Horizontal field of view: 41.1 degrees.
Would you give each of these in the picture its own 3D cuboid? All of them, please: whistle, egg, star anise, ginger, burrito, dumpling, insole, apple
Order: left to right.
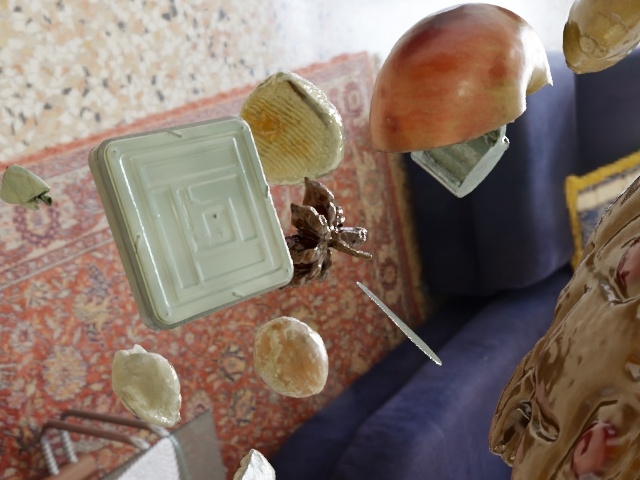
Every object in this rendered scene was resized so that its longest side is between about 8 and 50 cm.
[{"bbox_3d":[-0.540,-0.091,1.580,0.044,0.118,0.074,-21,131,-62],"label":"burrito"},{"bbox_3d":[-0.366,0.301,1.767,0.136,0.118,0.199,-4,50,-44],"label":"dumpling"},{"bbox_3d":[-0.076,0.313,2.267,0.195,0.233,0.195,-37,152,-23],"label":"egg"},{"bbox_3d":[-0.004,-0.005,1.487,0.212,0.111,0.196,-32,114,-26],"label":"star anise"},{"bbox_3d":[0.152,0.159,1.651,0.003,0.232,0.080,-48,159,9],"label":"insole"},{"bbox_3d":[0.189,-0.254,1.250,0.293,0.251,0.163,-40,117,-51],"label":"apple"},{"bbox_3d":[0.374,-0.274,2.135,0.188,0.168,0.404,-35,160,-37],"label":"whistle"},{"bbox_3d":[0.384,-0.312,0.869,0.122,0.363,0.348,39,20,-7],"label":"ginger"}]

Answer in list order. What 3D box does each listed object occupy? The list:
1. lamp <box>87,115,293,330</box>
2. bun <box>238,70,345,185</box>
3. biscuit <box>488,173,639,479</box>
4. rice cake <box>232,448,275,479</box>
[{"bbox_3d":[-0.172,-0.032,1.211,0.269,0.047,0.266,-20,94,-44],"label":"lamp"},{"bbox_3d":[-0.047,-0.229,1.783,0.153,0.244,0.243,-30,115,-58],"label":"bun"},{"bbox_3d":[0.220,0.082,0.526,0.070,0.350,0.394,33,54,-17],"label":"biscuit"},{"bbox_3d":[-0.108,0.338,1.008,0.256,0.052,0.057,-59,131,-67],"label":"rice cake"}]
